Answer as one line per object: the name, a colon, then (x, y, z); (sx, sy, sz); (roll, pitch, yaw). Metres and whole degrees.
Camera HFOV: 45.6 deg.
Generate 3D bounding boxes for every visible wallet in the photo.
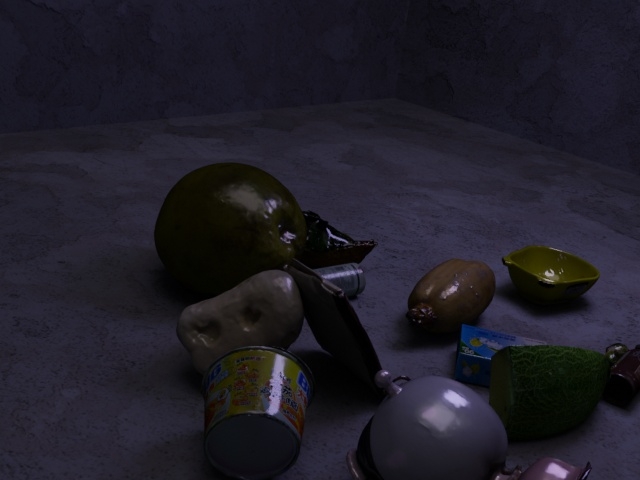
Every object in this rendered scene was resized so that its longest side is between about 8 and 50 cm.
wallet: (0.040, 0.174, 1.542); (0.068, 0.335, 0.275); (-39, 35, -17)

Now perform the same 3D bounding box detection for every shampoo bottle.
shampoo bottle: (-0.013, 0.114, 1.900); (0.263, 0.085, 0.085); (-8, 27, -33)

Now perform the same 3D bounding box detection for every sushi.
sushi: (0.000, 0.000, 2.100); (0.287, 0.140, 0.149); (20, 19, 29)

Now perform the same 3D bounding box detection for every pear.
pear: (-0.222, -0.032, 1.864); (0.414, 0.351, 0.352); (8, 18, 38)

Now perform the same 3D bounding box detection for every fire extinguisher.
fire extinguisher: (0.720, 0.297, 1.711); (0.106, 0.075, 0.252); (24, 27, 33)

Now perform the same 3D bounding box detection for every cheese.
cheese: (-0.131, 0.164, 1.569); (0.251, 0.173, 0.248); (-32, -9, 11)

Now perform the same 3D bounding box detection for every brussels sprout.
brussels sprout: (0.693, 0.272, 1.796); (0.083, 0.046, 0.051); (-16, 12, -40)

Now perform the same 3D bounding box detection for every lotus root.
lotus root: (0.311, 0.145, 1.853); (0.169, 0.151, 0.343); (5, 22, 35)

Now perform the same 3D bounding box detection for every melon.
melon: (0.483, 0.286, 1.530); (0.324, 0.196, 0.124); (-1, 13, -26)

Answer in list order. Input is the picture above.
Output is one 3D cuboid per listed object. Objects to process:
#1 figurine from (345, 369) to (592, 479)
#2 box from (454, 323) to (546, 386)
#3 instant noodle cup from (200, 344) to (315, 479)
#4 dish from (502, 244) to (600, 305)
figurine: (0.243, 0.356, 1.239); (0.361, 0.210, 0.253); (23, 27, 30)
box: (0.399, 0.264, 1.685); (0.194, 0.073, 0.139); (11, 22, 8)
instant noodle cup: (-0.110, 0.305, 1.302); (0.205, 0.204, 0.153); (6, 33, -4)
dish: (0.620, 0.109, 2.081); (0.263, 0.108, 0.221); (-9, 28, -38)
